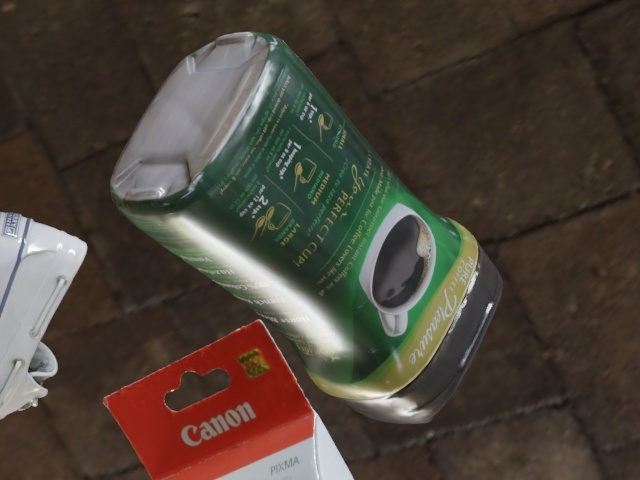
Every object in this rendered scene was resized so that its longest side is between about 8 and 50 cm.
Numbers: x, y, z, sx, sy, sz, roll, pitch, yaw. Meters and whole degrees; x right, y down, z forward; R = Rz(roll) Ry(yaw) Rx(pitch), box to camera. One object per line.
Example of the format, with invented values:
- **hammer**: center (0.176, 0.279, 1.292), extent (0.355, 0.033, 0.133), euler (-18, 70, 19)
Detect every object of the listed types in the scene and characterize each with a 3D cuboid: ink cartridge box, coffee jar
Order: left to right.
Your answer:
- **ink cartridge box**: center (-0.047, 0.153, 1.075), extent (0.145, 0.045, 0.179), euler (-28, 95, 37)
- **coffee jar**: center (0.000, 0.000, 0.818), extent (0.079, 0.096, 0.184), euler (0, 144, 49)

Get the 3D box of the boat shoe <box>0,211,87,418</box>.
- **boat shoe**: center (-0.254, 0.100, 1.490), extent (0.084, 0.095, 0.258), euler (17, 121, -12)
